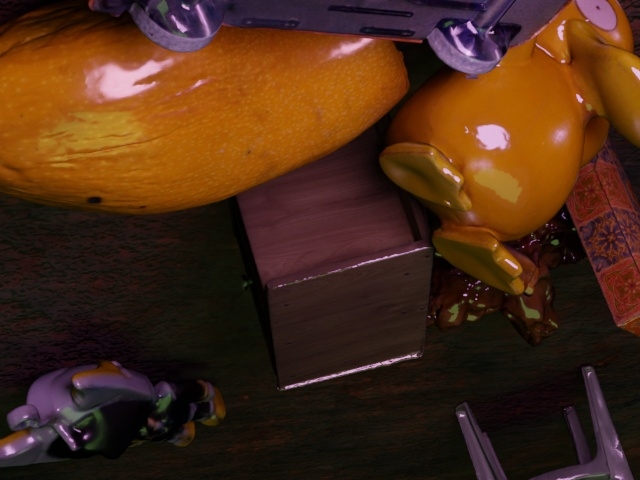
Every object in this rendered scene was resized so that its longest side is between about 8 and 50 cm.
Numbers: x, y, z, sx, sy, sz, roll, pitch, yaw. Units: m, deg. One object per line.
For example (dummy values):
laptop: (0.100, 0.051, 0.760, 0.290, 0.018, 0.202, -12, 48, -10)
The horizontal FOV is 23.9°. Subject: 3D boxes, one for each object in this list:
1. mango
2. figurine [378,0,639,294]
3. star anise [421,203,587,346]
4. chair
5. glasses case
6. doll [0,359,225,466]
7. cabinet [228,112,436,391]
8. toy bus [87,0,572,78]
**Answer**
mango: (-0.099, -0.103, 1.097, 0.359, 0.144, 0.187, -8, 149, -26)
figurine: (0.151, -0.100, 1.154, 0.228, 0.215, 0.215, -35, 151, 0)
star anise: (0.160, 0.015, 1.457, 0.237, 0.148, 0.346, -25, 161, 10)
chair: (0.313, 0.341, 2.000, 0.203, 0.274, 0.190, -15, 153, 1)
glasses case: (0.264, -0.018, 1.372, 0.049, 0.218, 0.075, -31, 149, 24)
doll: (-0.214, 0.180, 1.590, 0.145, 0.103, 0.316, -11, 167, 30)
cabinet: (0.000, 0.000, 1.306, 0.148, 0.174, 0.215, -14, 153, -6)
toy bus: (0.018, -0.208, 0.961, 0.329, 0.153, 0.143, 1, 149, -27)
